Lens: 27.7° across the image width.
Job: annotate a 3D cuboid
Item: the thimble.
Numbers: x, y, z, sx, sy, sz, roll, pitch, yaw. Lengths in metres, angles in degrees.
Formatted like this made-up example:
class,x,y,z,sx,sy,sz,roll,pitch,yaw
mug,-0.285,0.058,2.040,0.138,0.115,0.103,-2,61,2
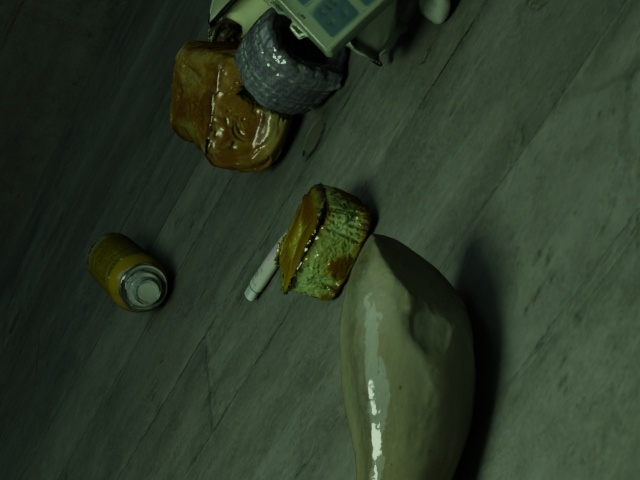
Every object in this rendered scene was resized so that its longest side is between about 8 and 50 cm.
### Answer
class,x,y,z,sx,sy,sz,roll,pitch,yaw
thimble,-0.040,-0.258,1.828,0.098,0.150,0.150,-39,34,43

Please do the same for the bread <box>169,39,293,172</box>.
class,x,y,z,sx,sy,sz,roll,pitch,yaw
bread,-0.135,-0.213,2.013,0.344,0.149,0.195,-140,55,-68

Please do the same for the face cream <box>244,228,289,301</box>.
class,x,y,z,sx,sy,sz,roll,pitch,yaw
face cream,-0.069,0.035,1.779,0.115,0.020,0.038,-55,23,24

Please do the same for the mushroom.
class,x,y,z,sx,sy,sz,roll,pitch,yaw
mushroom,0.073,0.146,1.168,0.128,0.128,0.350,-39,37,52

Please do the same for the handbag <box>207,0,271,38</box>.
class,x,y,z,sx,sy,sz,roll,pitch,yaw
handbag,-0.053,-0.507,2.100,0.237,0.160,0.358,-36,37,44

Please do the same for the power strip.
class,x,y,z,sx,sy,sz,roll,pitch,yaw
power strip,0.103,-0.364,1.480,0.367,0.106,0.043,-43,-8,1

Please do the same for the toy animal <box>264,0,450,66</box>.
class,x,y,z,sx,sy,sz,roll,pitch,yaw
toy animal,0.077,-0.350,1.609,0.289,0.174,0.249,-47,48,19

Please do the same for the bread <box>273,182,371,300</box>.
class,x,y,z,sx,sy,sz,roll,pitch,yaw
bread,0.000,0.000,1.573,0.140,0.069,0.128,-65,19,18

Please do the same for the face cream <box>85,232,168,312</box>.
class,x,y,z,sx,sy,sz,roll,pitch,yaw
face cream,-0.341,0.060,2.304,0.105,0.105,0.349,-68,21,0

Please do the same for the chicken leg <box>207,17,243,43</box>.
class,x,y,z,sx,sy,sz,roll,pitch,yaw
chicken leg,-0.172,-0.361,2.362,0.125,0.080,0.196,118,163,-52
